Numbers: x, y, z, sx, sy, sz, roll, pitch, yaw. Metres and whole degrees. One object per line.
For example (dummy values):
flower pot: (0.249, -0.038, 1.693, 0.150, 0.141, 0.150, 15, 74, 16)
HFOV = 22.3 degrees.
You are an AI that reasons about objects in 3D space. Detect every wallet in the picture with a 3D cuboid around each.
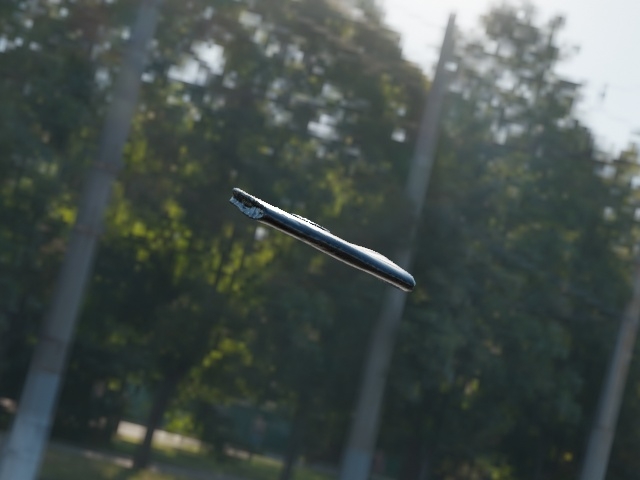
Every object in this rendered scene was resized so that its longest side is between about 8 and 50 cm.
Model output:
wallet: (0.000, 0.000, 1.289, 0.156, 0.018, 0.082, 26, 4, -28)
